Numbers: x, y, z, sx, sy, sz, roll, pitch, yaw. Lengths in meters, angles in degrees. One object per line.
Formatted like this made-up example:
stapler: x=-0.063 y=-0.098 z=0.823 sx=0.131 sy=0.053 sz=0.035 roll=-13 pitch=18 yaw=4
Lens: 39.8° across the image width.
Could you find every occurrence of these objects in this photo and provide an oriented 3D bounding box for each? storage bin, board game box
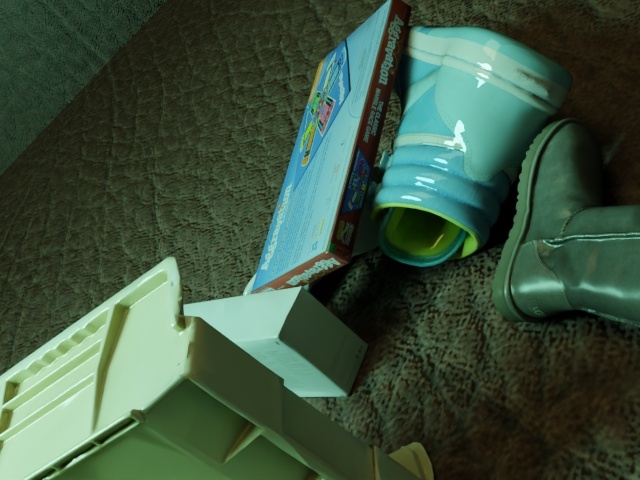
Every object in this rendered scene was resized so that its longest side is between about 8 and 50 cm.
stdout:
storage bin: x=-0.091 y=0.174 z=0.626 sx=0.260 sy=0.262 sz=0.123 roll=-34 pitch=33 yaw=25
board game box: x=0.011 y=-0.086 z=0.840 sx=0.145 sy=0.027 sz=0.281 roll=-28 pitch=41 yaw=54

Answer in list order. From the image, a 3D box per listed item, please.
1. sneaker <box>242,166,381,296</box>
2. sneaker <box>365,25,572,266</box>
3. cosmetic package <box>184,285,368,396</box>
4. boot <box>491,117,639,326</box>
sneaker: x=0.000 y=0.000 z=0.925 sx=0.212 sy=0.080 sz=0.094 roll=-42 pitch=6 yaw=3
sneaker: x=0.099 y=-0.089 z=0.842 sx=0.208 sy=0.127 sz=0.319 roll=-65 pitch=11 yaw=6
cosmetic package: x=-0.073 y=0.104 z=0.861 sx=0.239 sy=0.099 sz=0.060 roll=-11 pitch=46 yaw=47
boot: x=0.229 y=-0.016 z=0.615 sx=0.208 sy=0.076 sz=0.190 roll=-11 pitch=58 yaw=57
